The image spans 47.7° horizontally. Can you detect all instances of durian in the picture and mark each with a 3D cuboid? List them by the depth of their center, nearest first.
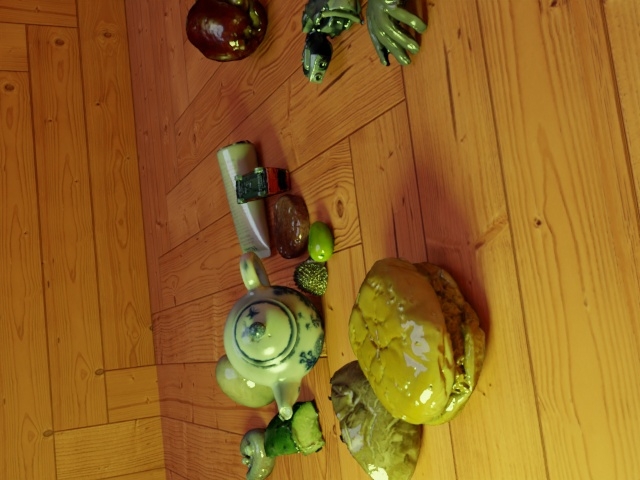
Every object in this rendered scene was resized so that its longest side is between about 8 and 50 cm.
[{"bbox_3d":[-0.035,0.089,1.834,0.140,0.071,0.111,156,110,-68],"label":"durian"}]

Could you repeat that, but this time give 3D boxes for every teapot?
[{"bbox_3d":[-0.122,0.229,1.780,0.280,0.252,0.424,46,-153,-74],"label":"teapot"}]

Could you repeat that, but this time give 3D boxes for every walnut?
[{"bbox_3d":[-0.265,-0.638,2.075,0.269,0.221,0.244,17,117,47],"label":"walnut"}]

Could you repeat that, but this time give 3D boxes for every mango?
[{"bbox_3d":[0.000,0.000,1.762,0.073,0.056,0.108,-56,41,44],"label":"mango"}]

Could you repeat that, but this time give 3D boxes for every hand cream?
[{"bbox_3d":[-0.220,-0.117,2.172,0.185,0.118,0.359,-15,86,58],"label":"hand cream"}]

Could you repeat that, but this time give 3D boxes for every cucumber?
[{"bbox_3d":[-0.099,0.526,1.983,0.325,0.105,0.145,136,125,-61],"label":"cucumber"}]

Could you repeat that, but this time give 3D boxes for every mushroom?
[{"bbox_3d":[0.131,0.353,1.472,0.151,0.156,0.286,-43,54,27],"label":"mushroom"},{"bbox_3d":[-0.198,0.391,2.114,0.206,0.209,0.206,21,127,30],"label":"mushroom"}]

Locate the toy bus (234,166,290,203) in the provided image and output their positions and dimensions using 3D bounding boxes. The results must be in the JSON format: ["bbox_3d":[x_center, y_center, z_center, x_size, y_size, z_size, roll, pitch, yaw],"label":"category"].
[{"bbox_3d":[-0.169,-0.154,2.031,0.195,0.089,0.081,-11,84,56],"label":"toy bus"}]

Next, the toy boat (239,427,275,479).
[{"bbox_3d":[-0.212,0.668,2.248,0.227,0.085,0.155,124,137,-52],"label":"toy boat"}]

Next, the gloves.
[{"bbox_3d":[0.148,-0.472,1.365,0.142,0.119,0.286,-73,-13,-68],"label":"gloves"}]

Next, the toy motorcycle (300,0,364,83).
[{"bbox_3d":[0.018,-0.479,1.619,0.159,0.106,0.270,-117,38,-51],"label":"toy motorcycle"}]

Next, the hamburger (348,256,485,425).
[{"bbox_3d":[0.166,0.192,1.324,0.318,0.158,0.319,176,90,-66],"label":"hamburger"}]

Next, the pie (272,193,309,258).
[{"bbox_3d":[-0.084,-0.036,1.941,0.182,0.049,0.182,15,107,61],"label":"pie"}]
